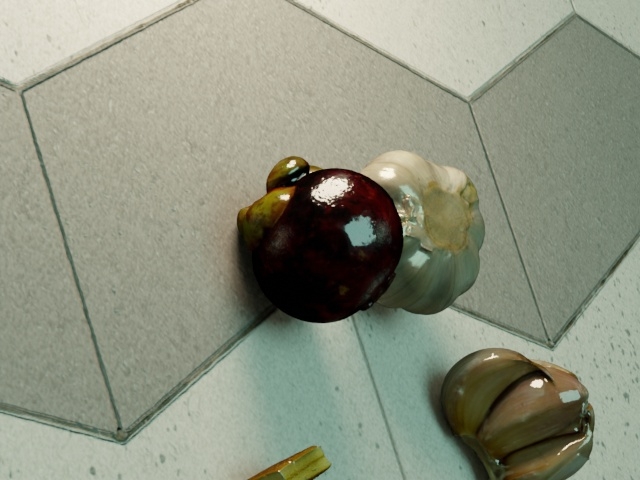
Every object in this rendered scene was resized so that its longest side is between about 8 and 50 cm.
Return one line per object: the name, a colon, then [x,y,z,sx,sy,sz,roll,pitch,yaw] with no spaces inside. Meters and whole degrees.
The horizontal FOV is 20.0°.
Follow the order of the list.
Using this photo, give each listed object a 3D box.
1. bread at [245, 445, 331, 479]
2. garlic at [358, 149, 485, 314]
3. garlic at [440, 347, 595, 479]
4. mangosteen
bread: [-0.048,0.269,2.032,0.094,0.090,0.035,-23,85,-56]
garlic: [0.114,-0.006,2.377,0.228,0.152,0.228,9,77,-43]
garlic: [0.270,0.232,2.458,0.214,0.191,0.160,55,8,2]
mangosteen: [0.000,0.000,2.177,0.210,0.210,0.210,32,46,-41]
